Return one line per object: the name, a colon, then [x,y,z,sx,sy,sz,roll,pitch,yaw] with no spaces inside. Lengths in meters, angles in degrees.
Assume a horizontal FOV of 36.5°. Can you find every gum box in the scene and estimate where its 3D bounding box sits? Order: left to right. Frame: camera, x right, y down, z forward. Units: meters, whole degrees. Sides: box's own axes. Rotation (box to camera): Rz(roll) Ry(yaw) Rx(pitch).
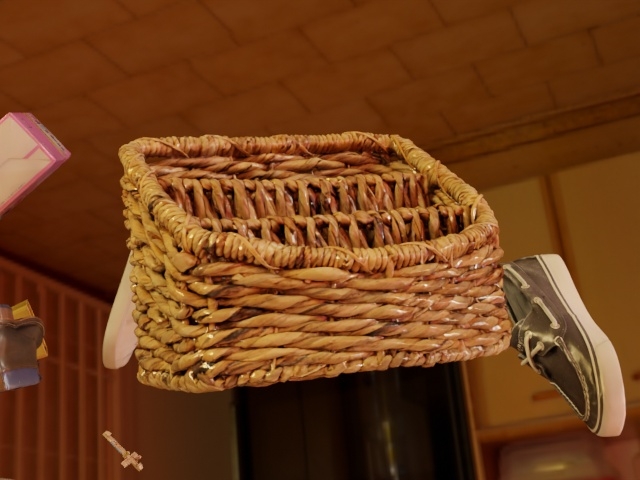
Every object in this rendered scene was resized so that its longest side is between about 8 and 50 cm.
gum box: [-0.337,-0.039,0.938,0.188,0.062,0.107,-42,-170,0]

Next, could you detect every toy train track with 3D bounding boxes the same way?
toy train track: [-0.313,0.334,1.551,0.014,0.083,0.048,-48,175,18]

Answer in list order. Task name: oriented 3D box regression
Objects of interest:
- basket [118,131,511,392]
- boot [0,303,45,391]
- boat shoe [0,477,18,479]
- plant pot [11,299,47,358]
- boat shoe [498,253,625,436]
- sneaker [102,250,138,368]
basket: [0.000,0.000,0.811,0.299,0.222,0.213,-2,176,-26]
boot: [-0.400,0.152,1.248,0.082,0.106,0.219,-14,168,-1]
boat shoe: [-0.348,0.403,1.006,0.123,0.324,0.116,23,120,-19]
plant pot: [-0.452,0.142,1.415,0.083,0.081,0.081,-22,-171,-15]
boat shoe: [0.292,0.127,1.233,0.102,0.301,0.108,-4,132,-7]
sneaker: [-0.256,0.098,1.504,0.123,0.106,0.290,19,121,-9]
